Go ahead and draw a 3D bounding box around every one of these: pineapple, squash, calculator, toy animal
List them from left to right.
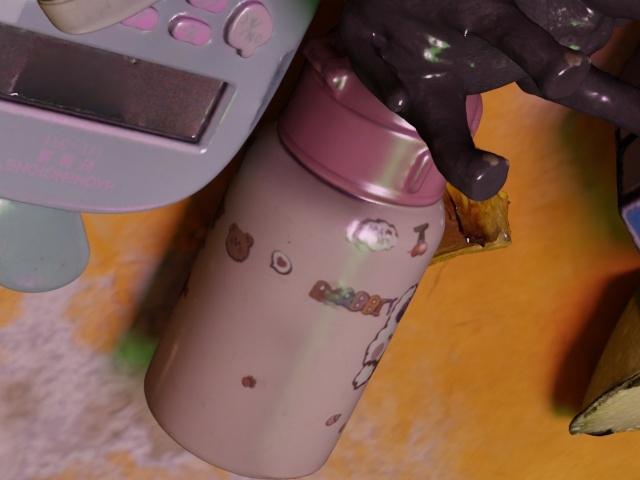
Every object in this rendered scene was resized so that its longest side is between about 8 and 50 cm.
[{"bbox_3d":[-0.089,-0.104,0.740,0.185,0.041,0.299,10,120,-38],"label":"calculator"},{"bbox_3d":[0.047,-0.004,0.901,0.114,0.077,0.114,-32,136,16],"label":"pineapple"},{"bbox_3d":[0.121,-0.103,0.755,0.269,0.137,0.082,-24,143,-37],"label":"toy animal"},{"bbox_3d":[0.239,0.063,1.098,0.192,0.085,0.184,-5,159,-27],"label":"squash"}]

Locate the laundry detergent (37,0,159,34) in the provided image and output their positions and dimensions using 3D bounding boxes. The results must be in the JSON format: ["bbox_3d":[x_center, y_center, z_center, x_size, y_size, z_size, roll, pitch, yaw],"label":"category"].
[{"bbox_3d":[-0.114,-0.186,0.601,0.099,0.070,0.225,-28,121,10],"label":"laundry detergent"}]

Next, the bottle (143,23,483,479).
[{"bbox_3d":[0.000,0.000,0.838,0.110,0.110,0.233,7,119,-37],"label":"bottle"}]

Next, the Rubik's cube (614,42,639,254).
[{"bbox_3d":[0.309,-0.045,0.886,0.264,0.319,0.319,-41,146,-35],"label":"Rubik's cube"}]
